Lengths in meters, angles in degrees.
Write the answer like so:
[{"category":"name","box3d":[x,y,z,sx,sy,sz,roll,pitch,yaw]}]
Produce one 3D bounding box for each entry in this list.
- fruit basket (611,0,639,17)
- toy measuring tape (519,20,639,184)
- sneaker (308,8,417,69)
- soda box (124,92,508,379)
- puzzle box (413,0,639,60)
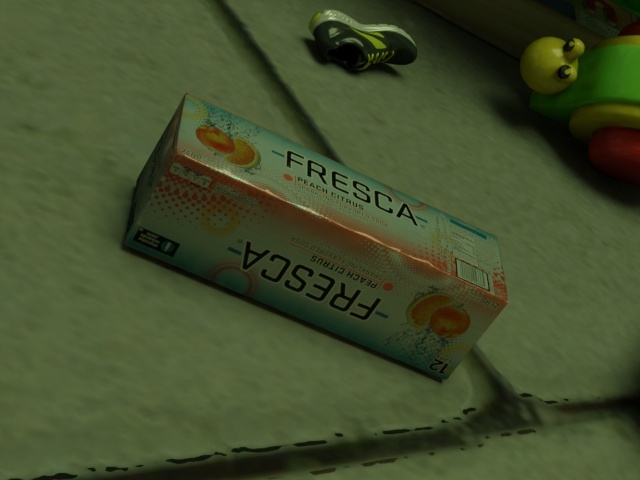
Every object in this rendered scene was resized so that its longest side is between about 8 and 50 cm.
[{"category":"fruit basket","box3d":[0.155,-0.357,0.934,0.392,0.392,0.283,20,19,-22]},{"category":"toy measuring tape","box3d":[0.296,-0.079,0.959,0.330,0.121,0.121,20,34,-20]},{"category":"sneaker","box3d":[0.030,-0.129,0.879,0.083,0.031,0.035,10,52,-27]},{"category":"soda box","box3d":[0.000,0.000,0.639,0.183,0.063,0.058,25,32,-16]},{"category":"puzzle box","box3d":[0.111,-0.273,1.123,0.409,0.052,0.272,27,32,-11]}]
